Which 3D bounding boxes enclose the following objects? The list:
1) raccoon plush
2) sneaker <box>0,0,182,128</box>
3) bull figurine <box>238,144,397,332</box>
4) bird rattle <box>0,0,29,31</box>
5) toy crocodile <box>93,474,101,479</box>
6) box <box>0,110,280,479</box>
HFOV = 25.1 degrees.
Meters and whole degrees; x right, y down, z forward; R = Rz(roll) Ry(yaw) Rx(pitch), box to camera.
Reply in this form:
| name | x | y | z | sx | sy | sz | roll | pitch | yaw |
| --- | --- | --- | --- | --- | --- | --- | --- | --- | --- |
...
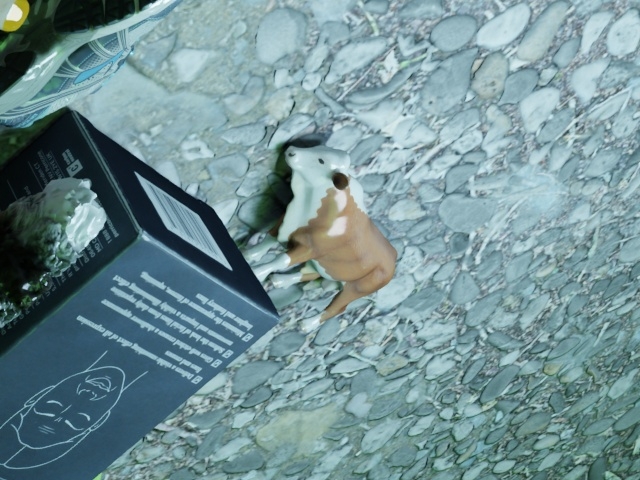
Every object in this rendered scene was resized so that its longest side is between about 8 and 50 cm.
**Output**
| name | x | y | z | sx | sy | sz | roll | pitch | yaw |
| --- | --- | --- | --- | --- | --- | --- | --- | --- | --- |
| raccoon plush | -0.475 | 0.013 | 1.407 | 0.446 | 0.216 | 0.299 | -47 | 118 | -12 |
| sneaker | -0.238 | -0.212 | 1.454 | 0.283 | 0.110 | 0.122 | -31 | 157 | 8 |
| bull figurine | 0.000 | 0.000 | 1.871 | 0.188 | 0.101 | 0.310 | -32 | 143 | 5 |
| bird rattle | -0.354 | -0.257 | 1.221 | 0.143 | 0.207 | 0.253 | -55 | 152 | 0 |
| toy crocodile | -0.447 | 0.344 | 1.922 | 0.341 | 0.105 | 0.115 | -9 | 138 | -31 |
| box | -0.303 | 0.098 | 1.653 | 0.395 | 0.212 | 0.293 | -40 | 144 | 8 |
